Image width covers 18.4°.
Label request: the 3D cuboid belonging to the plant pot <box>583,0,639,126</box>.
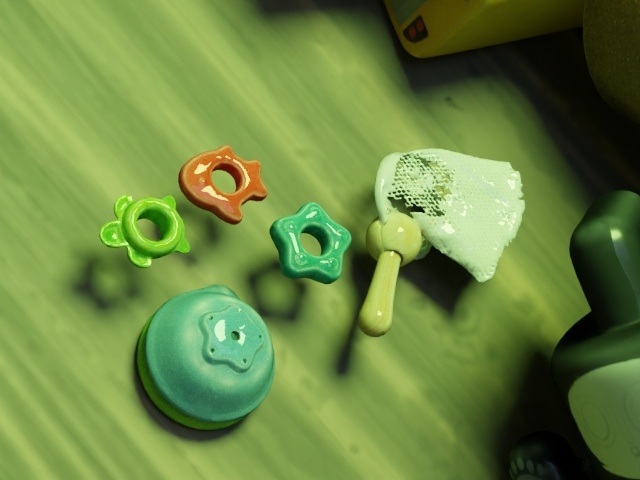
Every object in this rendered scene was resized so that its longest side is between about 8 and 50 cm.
[{"bbox_3d":[0.304,-0.092,1.000,0.237,0.237,0.254,-15,43,-29],"label":"plant pot"}]

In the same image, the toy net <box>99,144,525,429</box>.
[{"bbox_3d":[0.000,0.000,0.992,0.232,0.045,0.122,-25,81,-33],"label":"toy net"}]

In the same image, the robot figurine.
[{"bbox_3d":[0.219,0.096,0.959,0.173,0.209,0.278,-29,95,-33],"label":"robot figurine"}]

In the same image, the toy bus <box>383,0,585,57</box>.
[{"bbox_3d":[0.128,-0.187,1.088,0.333,0.108,0.130,-14,79,-30],"label":"toy bus"}]
